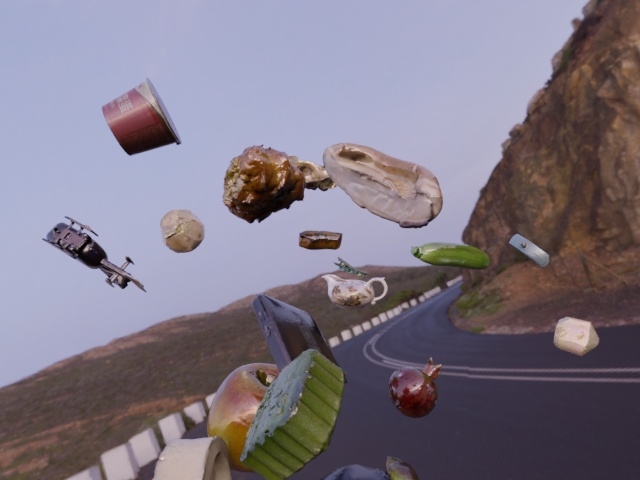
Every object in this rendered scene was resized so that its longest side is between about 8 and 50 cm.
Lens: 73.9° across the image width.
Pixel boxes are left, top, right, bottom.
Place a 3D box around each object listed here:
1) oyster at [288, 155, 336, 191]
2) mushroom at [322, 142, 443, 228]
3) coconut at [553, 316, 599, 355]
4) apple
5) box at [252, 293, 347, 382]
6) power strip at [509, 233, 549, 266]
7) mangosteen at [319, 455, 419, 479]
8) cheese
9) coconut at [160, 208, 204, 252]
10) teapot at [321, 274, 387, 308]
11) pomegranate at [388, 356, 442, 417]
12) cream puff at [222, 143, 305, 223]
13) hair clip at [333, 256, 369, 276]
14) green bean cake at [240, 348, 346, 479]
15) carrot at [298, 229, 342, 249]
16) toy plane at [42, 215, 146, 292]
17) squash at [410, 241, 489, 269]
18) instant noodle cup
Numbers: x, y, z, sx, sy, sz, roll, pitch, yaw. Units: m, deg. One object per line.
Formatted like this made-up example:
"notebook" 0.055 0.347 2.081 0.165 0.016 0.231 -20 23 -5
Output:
"oyster" -0.037 -0.237 1.594 0.233 0.161 0.107 1 -37 -14
"mushroom" 0.096 -0.083 0.609 0.094 0.210 0.072 -34 -42 -31
"coconut" 0.841 0.316 1.396 0.122 0.116 0.116 11 9 36
"apple" -0.221 0.646 1.562 0.375 0.373 0.384 -28 -12 25
"box" -0.062 0.301 1.248 0.073 0.288 0.290 -42 -38 11
"power strip" 0.685 0.033 1.396 0.044 0.137 0.216 -53 -28 13
"mangosteen" 0.103 0.587 0.835 0.312 0.310 0.311 -21 -13 -5
"cheese" -0.361 0.744 1.213 0.153 0.292 0.332 -5 30 4
"coconut" -0.590 -0.034 1.829 0.195 0.194 0.194 -21 -13 -5
"teapot" 0.148 0.223 1.896 0.299 0.139 0.204 2 5 12
"pomegranate" 0.255 0.380 1.096 0.160 0.129 0.129 -25 -13 -1
"cream puff" -0.163 -0.159 1.183 0.241 0.154 0.269 -22 -18 -4
"hair clip" 0.126 0.118 1.761 0.173 0.049 0.049 26 -37 -24
"green bean cake" -0.051 0.345 0.845 0.214 0.113 0.200 -48 10 31
"carrot" 0.000 0.000 1.695 0.174 0.082 0.082 4 -11 7
"toy plane" -0.358 0.022 0.671 0.053 0.197 0.078 -58 -10 -27
"squash" 0.568 0.063 1.821 0.396 0.107 0.107 7 -24 -19
"instant noodle cup" -0.601 -0.401 1.432 0.179 0.234 0.234 -26 -13 -8
